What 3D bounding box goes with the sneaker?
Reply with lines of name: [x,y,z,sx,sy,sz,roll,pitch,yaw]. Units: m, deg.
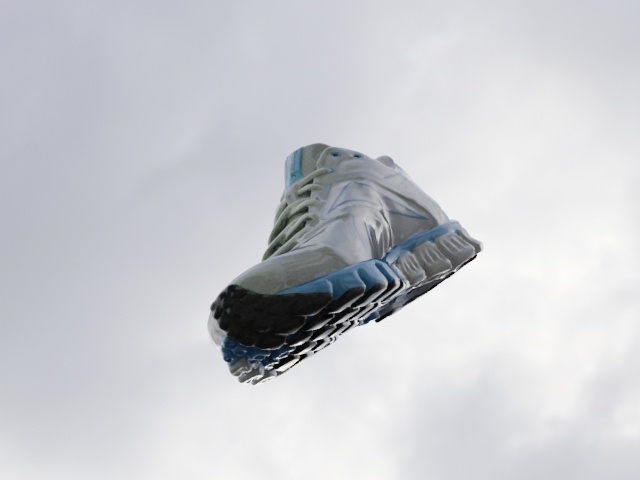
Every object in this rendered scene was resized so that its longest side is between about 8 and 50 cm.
sneaker: [0.000,0.000,0.418,0.071,0.083,0.190,-37,-8,24]
